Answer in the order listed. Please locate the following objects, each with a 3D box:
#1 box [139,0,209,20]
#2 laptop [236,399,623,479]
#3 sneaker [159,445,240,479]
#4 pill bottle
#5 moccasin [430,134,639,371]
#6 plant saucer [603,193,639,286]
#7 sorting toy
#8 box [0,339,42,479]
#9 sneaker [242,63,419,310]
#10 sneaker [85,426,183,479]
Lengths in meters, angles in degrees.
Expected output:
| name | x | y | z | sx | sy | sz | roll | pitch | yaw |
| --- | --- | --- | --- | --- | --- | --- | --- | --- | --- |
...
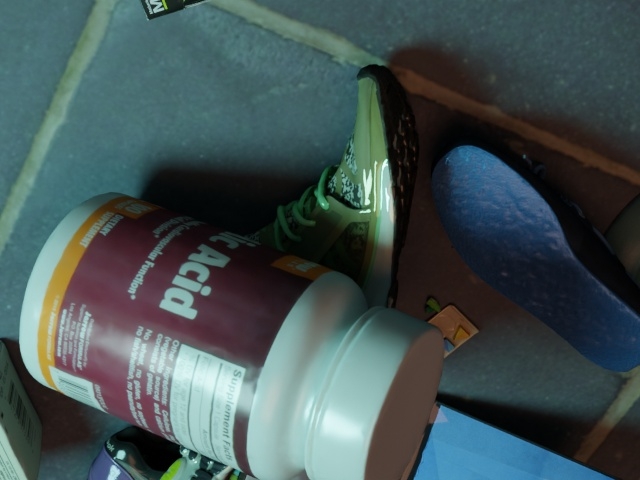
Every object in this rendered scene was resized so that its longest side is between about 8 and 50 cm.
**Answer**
| name | x | y | z | sx | sy | sz | roll | pitch | yaw |
| --- | --- | --- | --- | --- | --- | --- | --- | --- | --- |
| box | -0.114 | -0.327 | 1.350 | 0.184 | 0.045 | 0.190 | -16 | 124 | 7 |
| laptop | 0.092 | 0.404 | 1.675 | 0.408 | 0.236 | 0.382 | 3 | 114 | -43 |
| sneaker | -0.119 | 0.285 | 1.665 | 0.275 | 0.107 | 0.110 | -53 | 132 | -13 |
| pill bottle | -0.088 | 0.110 | 1.428 | 0.392 | 0.224 | 0.224 | 19 | 124 | 20 |
| moccasin | 0.244 | 0.011 | 1.563 | 0.138 | 0.117 | 0.342 | -33 | 111 | 26 |
| plant saucer | 0.480 | 0.047 | 1.660 | 0.318 | 0.043 | 0.317 | -3 | 124 | -5 |
| sorting toy | 0.143 | 0.103 | 1.673 | 0.062 | 0.012 | 0.083 | -37 | 119 | 17 |
| box | -0.458 | 0.231 | 1.618 | 0.232 | 0.127 | 0.148 | -14 | 123 | 3 |
| sneaker | 0.000 | 0.000 | 1.526 | 0.182 | 0.158 | 0.410 | 11 | 117 | 6 |
| sneaker | -0.146 | 0.318 | 1.727 | 0.283 | 0.107 | 0.124 | 20 | 112 | -18 |
